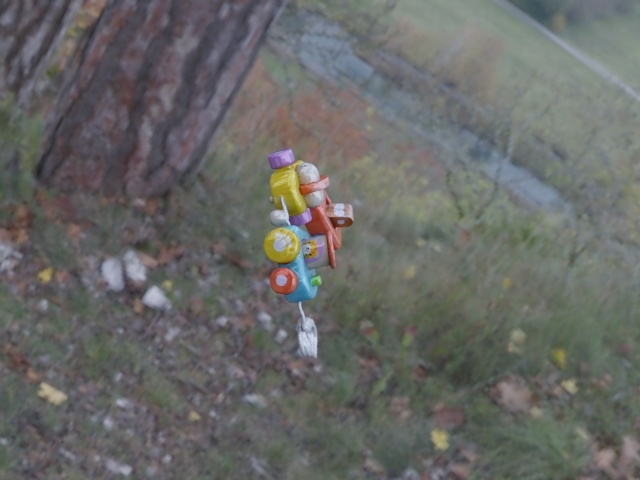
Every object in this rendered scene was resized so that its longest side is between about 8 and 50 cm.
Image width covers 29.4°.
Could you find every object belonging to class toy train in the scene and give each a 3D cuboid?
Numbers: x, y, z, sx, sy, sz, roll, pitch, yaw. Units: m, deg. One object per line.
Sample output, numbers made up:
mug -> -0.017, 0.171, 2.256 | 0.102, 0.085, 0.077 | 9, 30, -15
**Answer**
toy train -> 0.000, 0.000, 0.909 | 0.166, 0.046, 0.125 | -87, 158, -49
